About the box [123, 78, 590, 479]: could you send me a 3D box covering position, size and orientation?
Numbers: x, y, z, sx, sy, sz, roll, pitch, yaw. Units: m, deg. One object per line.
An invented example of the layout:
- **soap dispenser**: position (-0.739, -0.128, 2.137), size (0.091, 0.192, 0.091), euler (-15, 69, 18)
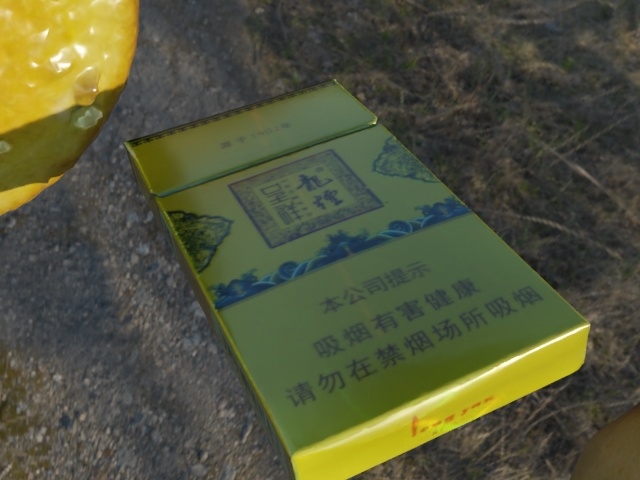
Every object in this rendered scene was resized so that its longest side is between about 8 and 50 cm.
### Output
- **box**: position (0.000, 0.001, 0.470), size (0.153, 0.041, 0.279), euler (-21, 42, -15)

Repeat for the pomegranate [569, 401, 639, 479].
- **pomegranate**: position (0.348, 0.266, 0.663), size (0.320, 0.319, 0.319), euler (10, 55, -15)

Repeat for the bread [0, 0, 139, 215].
- **bread**: position (-0.210, -0.175, 0.517), size (0.179, 0.340, 0.194), euler (-17, 46, -17)
